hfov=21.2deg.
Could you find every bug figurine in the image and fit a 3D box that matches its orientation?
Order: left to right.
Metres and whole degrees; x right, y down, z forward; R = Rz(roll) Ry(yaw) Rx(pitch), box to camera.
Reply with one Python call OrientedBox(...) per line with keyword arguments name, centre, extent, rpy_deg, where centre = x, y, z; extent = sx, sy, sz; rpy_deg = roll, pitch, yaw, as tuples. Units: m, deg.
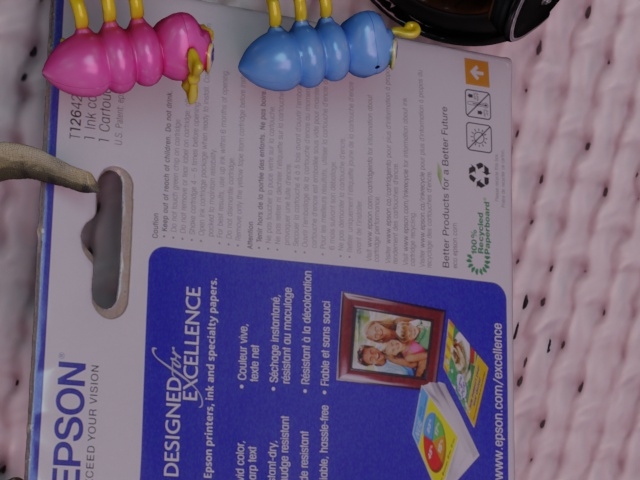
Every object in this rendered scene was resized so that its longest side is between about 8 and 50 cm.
OrientedBox(name="bug figurine", centre=(-0.044, -0.149, 0.856), extent=(0.216, 0.072, 0.279), rpy_deg=(-14, 146, -11))

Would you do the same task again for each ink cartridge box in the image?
OrientedBox(name="ink cartridge box", centre=(-0.027, 0.017, 1.008), extent=(0.307, 0.072, 0.303), rpy_deg=(7, 77, -24))

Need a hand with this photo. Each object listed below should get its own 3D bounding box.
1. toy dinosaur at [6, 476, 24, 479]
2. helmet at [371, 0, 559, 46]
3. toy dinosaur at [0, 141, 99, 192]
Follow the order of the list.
OrientedBox(name="toy dinosaur", centre=(-0.312, 0.221, 1.003), extent=(0.296, 0.127, 0.200), rpy_deg=(-14, 152, -3))
OrientedBox(name="helmet", centre=(0.084, -0.194, 1.000), extent=(0.169, 0.161, 0.169), rpy_deg=(3, 104, 13))
OrientedBox(name="toy dinosaur", centre=(-0.260, -0.034, 0.926), extent=(0.268, 0.064, 0.118), rpy_deg=(-21, 114, 17))
